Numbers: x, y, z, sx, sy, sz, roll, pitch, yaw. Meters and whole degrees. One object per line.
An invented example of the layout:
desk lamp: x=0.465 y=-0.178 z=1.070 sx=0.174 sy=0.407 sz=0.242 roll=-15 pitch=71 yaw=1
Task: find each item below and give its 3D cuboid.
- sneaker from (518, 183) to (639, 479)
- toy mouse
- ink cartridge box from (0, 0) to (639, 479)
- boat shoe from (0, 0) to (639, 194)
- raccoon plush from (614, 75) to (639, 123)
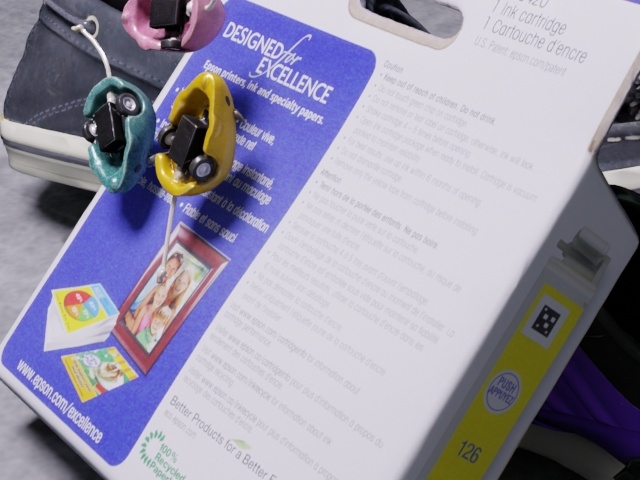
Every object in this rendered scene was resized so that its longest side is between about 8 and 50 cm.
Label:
sneaker: x=0.116 y=0.033 z=0.781 sx=0.293 sy=0.146 sz=0.102 roll=20 pitch=39 yaw=41
toy mouse: x=-0.081 y=-0.080 z=0.816 sx=0.031 sy=0.161 sz=0.143 roll=6 pitch=20 yaw=-41
ink cartridge box: x=0.000 y=0.000 z=0.776 sx=0.307 sy=0.072 sz=0.304 roll=-57 pitch=39 yaw=-2
boat shoe: x=0.002 y=-0.088 z=0.989 sx=0.500 sy=0.156 sz=0.187 roll=12 pitch=11 yaw=35
raccoon plush: x=0.183 y=-0.164 z=0.915 sx=0.446 sy=0.216 sz=0.299 roll=26 pitch=4 yaw=-23
